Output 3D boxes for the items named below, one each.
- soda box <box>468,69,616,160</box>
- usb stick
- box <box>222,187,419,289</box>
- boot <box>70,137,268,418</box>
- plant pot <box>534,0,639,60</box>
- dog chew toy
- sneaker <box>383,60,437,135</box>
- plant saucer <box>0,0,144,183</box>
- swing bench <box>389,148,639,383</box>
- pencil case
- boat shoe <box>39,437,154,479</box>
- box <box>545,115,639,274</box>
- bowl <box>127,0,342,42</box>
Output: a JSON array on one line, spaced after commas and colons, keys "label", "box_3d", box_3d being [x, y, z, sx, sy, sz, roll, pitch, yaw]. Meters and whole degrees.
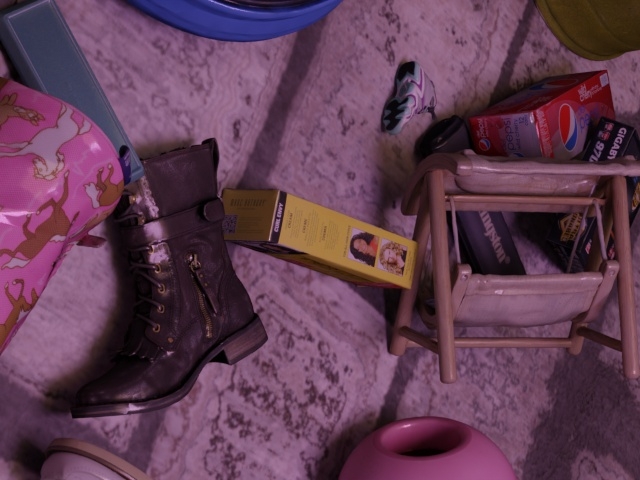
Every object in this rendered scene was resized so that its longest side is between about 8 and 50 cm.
[{"label": "soda box", "box_3d": [0.283, -0.147, 1.785, 0.263, 0.092, 0.083, -30, 112, -55]}, {"label": "usb stick", "box_3d": [0.195, -0.024, 1.756, 0.077, 0.045, 0.278, -46, 122, -37]}, {"label": "box", "box_3d": [0.000, 0.000, 1.522, 0.232, 0.087, 0.058, 19, 78, -46]}, {"label": "boot", "box_3d": [-0.168, 0.032, 1.356, 0.263, 0.091, 0.229, -30, 106, -47]}, {"label": "plant pot", "box_3d": [0.507, -0.432, 1.863, 0.366, 0.353, 0.366, -1, 92, -47]}, {"label": "dog chew toy", "box_3d": [0.125, 0.369, 1.582, 0.207, 0.207, 0.331, -24, 115, -44]}, {"label": "sneaker", "box_3d": [0.114, -0.155, 1.674, 0.069, 0.038, 0.098, 37, 64, -40]}, {"label": "plant saucer", "box_3d": [-0.226, -0.132, 1.291, 0.067, 0.018, 0.192, -33, 99, -34]}, {"label": "swing bench", "box_3d": [0.230, 0.022, 1.620, 0.253, 0.165, 0.254, 1, 97, -19]}, {"label": "pencil case", "box_3d": [-0.308, 0.051, 1.145, 0.167, 0.160, 0.386, 34, 62, -6]}, {"label": "boat shoe", "box_3d": [-0.172, 0.310, 1.320, 0.302, 0.113, 0.103, 57, 47, -31]}, {"label": "box", "box_3d": [0.366, -0.044, 1.849, 0.175, 0.051, 0.220, -64, 157, -7]}, {"label": "bowl", "box_3d": [-0.080, -0.391, 1.373, 0.391, 0.077, 0.391, 2, 87, -32]}]
